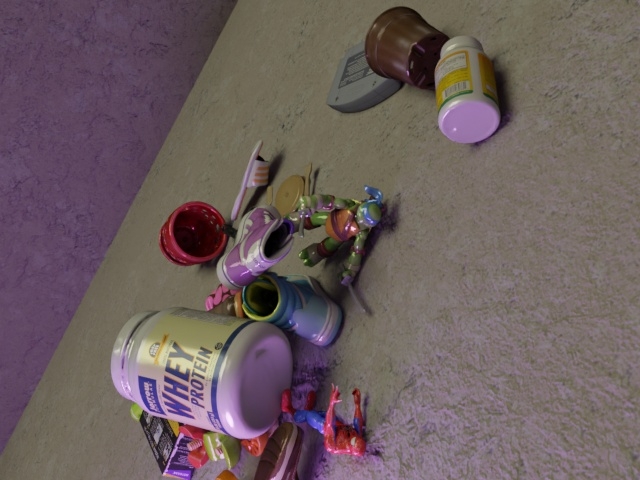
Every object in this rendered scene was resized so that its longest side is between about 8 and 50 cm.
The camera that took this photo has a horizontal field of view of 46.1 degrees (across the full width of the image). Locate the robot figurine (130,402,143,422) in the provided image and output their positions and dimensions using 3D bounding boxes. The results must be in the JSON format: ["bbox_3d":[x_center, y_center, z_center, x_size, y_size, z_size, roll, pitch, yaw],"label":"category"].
[{"bbox_3d":[-0.530,0.503,2.270,0.115,0.067,0.101,-44,45,34],"label":"robot figurine"}]

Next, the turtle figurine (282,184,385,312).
[{"bbox_3d":[0.000,0.000,1.629,0.266,0.197,0.275,-15,50,59],"label":"turtle figurine"}]

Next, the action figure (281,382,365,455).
[{"bbox_3d":[0.018,0.313,1.429,0.280,0.091,0.139,23,103,63],"label":"action figure"}]

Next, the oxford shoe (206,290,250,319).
[{"bbox_3d":[-0.230,0.212,1.778,0.364,0.132,0.130,113,149,-66],"label":"oxford shoe"}]

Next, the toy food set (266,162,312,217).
[{"bbox_3d":[-0.076,-0.122,2.050,0.192,0.038,0.133,-24,54,44],"label":"toy food set"}]

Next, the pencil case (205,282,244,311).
[{"bbox_3d":[-0.240,0.125,2.035,0.098,0.095,0.209,47,124,17],"label":"pencil case"}]

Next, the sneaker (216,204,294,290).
[{"bbox_3d":[-0.101,-0.012,1.589,0.161,0.102,0.282,-34,20,29],"label":"sneaker"}]

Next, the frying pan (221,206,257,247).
[{"bbox_3d":[-0.231,0.015,2.177,0.326,0.053,0.197,-27,50,61],"label":"frying pan"}]

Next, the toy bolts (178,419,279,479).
[{"bbox_3d":[-0.186,0.467,1.681,0.228,0.158,0.218,7,114,52],"label":"toy bolts"}]

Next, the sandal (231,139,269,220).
[{"bbox_3d":[-0.199,-0.175,2.270,0.102,0.076,0.265,-91,21,-68],"label":"sandal"}]

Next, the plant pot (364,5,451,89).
[{"bbox_3d":[0.208,-0.420,1.674,0.167,0.167,0.165,-58,35,12],"label":"plant pot"}]

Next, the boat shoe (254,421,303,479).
[{"bbox_3d":[-0.076,0.474,1.466,0.258,0.095,0.095,-67,21,11],"label":"boat shoe"}]

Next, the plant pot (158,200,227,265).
[{"bbox_3d":[-0.412,-0.014,2.374,0.174,0.191,0.191,-19,51,57],"label":"plant pot"}]

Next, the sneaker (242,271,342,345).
[{"bbox_3d":[-0.100,0.119,1.688,0.319,0.208,0.127,23,89,63],"label":"sneaker"}]

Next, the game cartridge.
[{"bbox_3d":[0.126,-0.432,1.933,0.294,0.060,0.196,-6,58,59],"label":"game cartridge"}]

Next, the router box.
[{"bbox_3d":[-0.377,0.448,2.007,0.309,0.081,0.243,33,101,61],"label":"router box"}]

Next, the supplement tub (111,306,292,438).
[{"bbox_3d":[-0.247,0.266,1.568,0.324,0.235,0.236,6,69,29],"label":"supplement tub"}]

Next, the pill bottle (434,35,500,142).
[{"bbox_3d":[0.283,-0.301,1.470,0.117,0.117,0.208,-38,37,40],"label":"pill bottle"}]
